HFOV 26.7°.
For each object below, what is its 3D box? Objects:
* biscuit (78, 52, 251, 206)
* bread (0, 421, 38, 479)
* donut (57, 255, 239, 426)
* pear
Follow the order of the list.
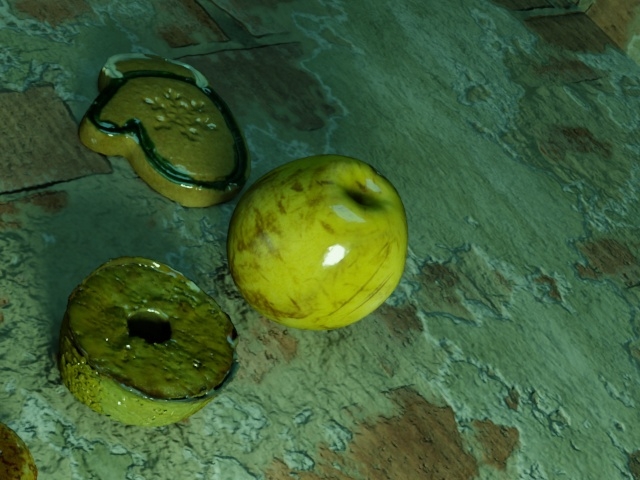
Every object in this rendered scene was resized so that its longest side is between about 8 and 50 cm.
[{"bbox_3d":[-0.265,-0.196,2.236,0.287,0.057,0.344,0,47,-33],"label":"biscuit"},{"bbox_3d":[-0.433,0.278,1.606,0.193,0.064,0.193,16,35,-12],"label":"bread"},{"bbox_3d":[-0.244,0.146,1.844,0.272,0.107,0.272,22,36,-18],"label":"donut"},{"bbox_3d":[0.000,0.000,2.029,0.280,0.281,0.281,18,40,-16],"label":"pear"}]
